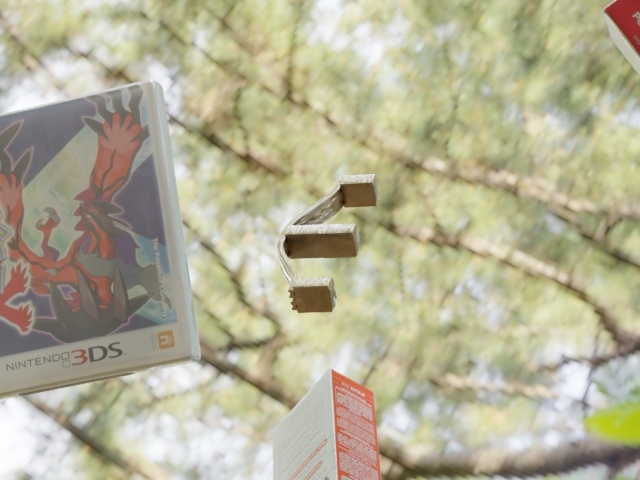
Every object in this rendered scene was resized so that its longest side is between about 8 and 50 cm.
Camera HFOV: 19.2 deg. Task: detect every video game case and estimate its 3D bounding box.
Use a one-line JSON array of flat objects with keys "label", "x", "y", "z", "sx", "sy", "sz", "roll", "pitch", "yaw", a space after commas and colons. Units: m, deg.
[{"label": "video game case", "x": -0.185, "y": 0.002, "z": 1.326, "sx": 0.183, "sy": 0.023, "sz": 0.201, "roll": -12, "pitch": -102, "yaw": 13}]

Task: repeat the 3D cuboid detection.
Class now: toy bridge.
[{"label": "toy bridge", "x": 0.000, "y": 0.000, "z": 1.531, "sx": 0.063, "sy": 0.188, "sz": 0.026, "roll": -3, "pitch": -60, "yaw": 16}]

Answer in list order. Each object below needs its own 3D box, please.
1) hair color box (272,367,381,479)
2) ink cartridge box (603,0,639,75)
[{"label": "hair color box", "x": 0.005, "y": 0.198, "z": 1.607, "sx": 0.053, "sy": 0.167, "sz": 0.093, "roll": 30, "pitch": -62, "yaw": -19}, {"label": "ink cartridge box", "x": 0.277, "y": -0.176, "z": 1.367, "sx": 0.135, "sy": 0.099, "sz": 0.056, "roll": -37, "pitch": -103, "yaw": 7}]
